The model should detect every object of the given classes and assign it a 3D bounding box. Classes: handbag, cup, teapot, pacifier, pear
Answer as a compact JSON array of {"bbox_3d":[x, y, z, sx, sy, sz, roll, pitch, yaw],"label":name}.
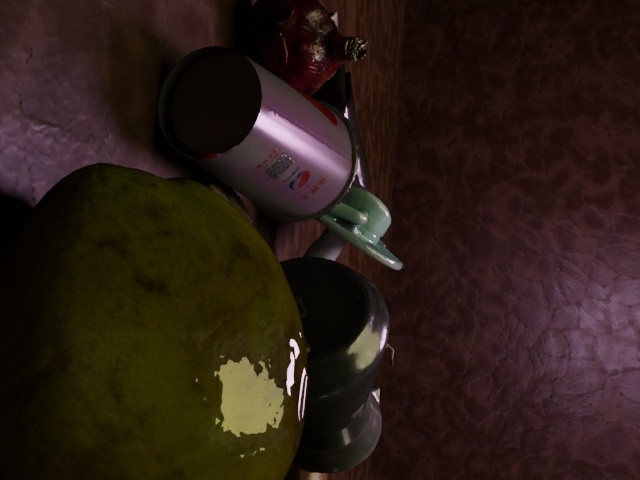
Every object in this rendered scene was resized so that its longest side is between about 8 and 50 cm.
[{"bbox_3d":[0.048,-0.257,1.547,0.256,0.114,0.285,-82,161,-48],"label":"handbag"},{"bbox_3d":[-0.080,-0.141,0.866,0.288,0.203,0.202,18,76,-71],"label":"cup"},{"bbox_3d":[-0.025,0.227,1.061,0.300,0.253,0.343,-30,136,-19],"label":"teapot"},{"bbox_3d":[0.000,0.000,1.252,0.269,0.288,0.343,-55,-169,4],"label":"pacifier"},{"bbox_3d":[-0.135,0.100,0.515,0.269,0.269,0.320,23,58,-77],"label":"pear"}]

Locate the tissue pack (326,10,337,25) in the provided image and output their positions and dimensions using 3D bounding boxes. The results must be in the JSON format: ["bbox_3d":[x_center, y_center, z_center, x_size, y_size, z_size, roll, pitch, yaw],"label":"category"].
[{"bbox_3d":[0.014,-0.487,1.491,0.083,0.042,0.062,-67,158,-57],"label":"tissue pack"}]

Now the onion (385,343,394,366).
[{"bbox_3d":[0.071,0.256,1.670,0.207,0.201,0.200,56,24,-13],"label":"onion"}]

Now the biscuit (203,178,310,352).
[{"bbox_3d":[-0.101,0.018,0.855,0.273,0.036,0.187,63,3,34],"label":"biscuit"}]

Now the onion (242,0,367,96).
[{"bbox_3d":[-0.032,-0.298,0.999,0.135,0.198,0.173,-28,122,-49],"label":"onion"}]

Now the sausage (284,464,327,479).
[{"bbox_3d":[-0.031,0.364,1.305,0.136,0.123,0.500,37,50,-33],"label":"sausage"}]
